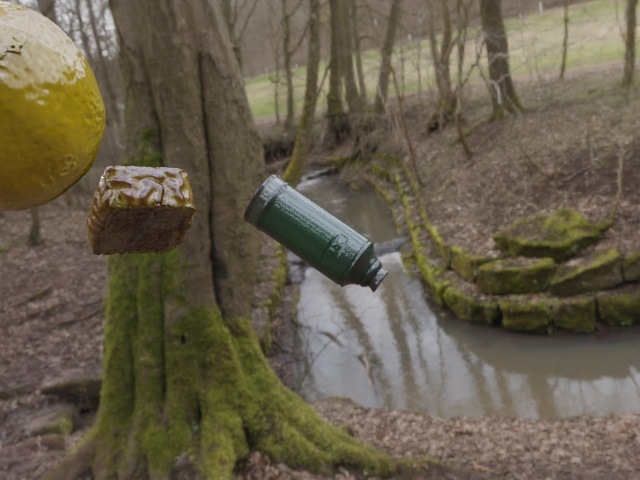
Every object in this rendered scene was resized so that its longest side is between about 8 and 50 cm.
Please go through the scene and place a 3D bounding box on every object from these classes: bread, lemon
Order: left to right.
[{"bbox_3d":[-0.427,-0.173,0.855,0.293,0.293,0.293,-10,15,3],"label":"lemon"},{"bbox_3d":[-0.324,-0.052,1.170,0.181,0.096,0.222,-4,-23,-29],"label":"bread"}]

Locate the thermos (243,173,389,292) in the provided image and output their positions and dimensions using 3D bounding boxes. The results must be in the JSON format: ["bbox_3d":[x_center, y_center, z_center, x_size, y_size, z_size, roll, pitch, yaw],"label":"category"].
[{"bbox_3d":[-0.002,0.001,0.806,0.187,0.083,0.073,35,58,10],"label":"thermos"}]
